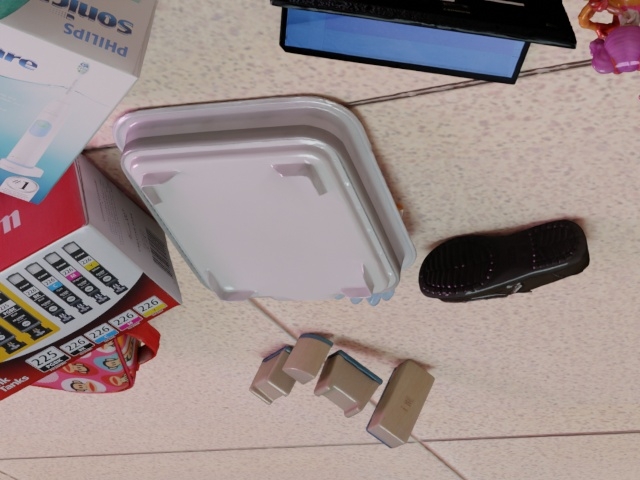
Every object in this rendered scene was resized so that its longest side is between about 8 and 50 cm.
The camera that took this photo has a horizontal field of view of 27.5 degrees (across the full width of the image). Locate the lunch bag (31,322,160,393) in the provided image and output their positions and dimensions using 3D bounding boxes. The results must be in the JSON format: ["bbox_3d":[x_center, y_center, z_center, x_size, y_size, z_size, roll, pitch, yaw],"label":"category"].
[{"bbox_3d":[-0.352,0.121,1.819,0.258,0.120,0.293,7,153,1],"label":"lunch bag"}]

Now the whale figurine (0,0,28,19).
[{"bbox_3d":[-0.224,-0.238,0.955,0.272,0.141,0.216,-4,148,19],"label":"whale figurine"}]

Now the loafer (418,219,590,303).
[{"bbox_3d":[0.219,0.038,1.546,0.220,0.080,0.078,-11,148,32],"label":"loafer"}]

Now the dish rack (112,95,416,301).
[{"bbox_3d":[-0.060,-0.025,1.469,0.286,0.072,0.333,-3,146,19],"label":"dish rack"}]

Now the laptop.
[{"bbox_3d":[0.076,-0.167,1.113,0.234,0.264,0.136,7,117,-1],"label":"laptop"}]

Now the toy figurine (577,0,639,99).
[{"bbox_3d":[0.256,-0.179,1.017,0.173,0.159,0.130,-1,152,18],"label":"toy figurine"}]

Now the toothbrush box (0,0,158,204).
[{"bbox_3d":[-0.305,-0.172,1.217,0.216,0.126,0.295,20,151,-21],"label":"toothbrush box"}]

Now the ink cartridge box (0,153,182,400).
[{"bbox_3d":[-0.369,0.038,1.521,0.309,0.130,0.272,-29,141,11],"label":"ink cartridge box"}]

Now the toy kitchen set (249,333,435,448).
[{"bbox_3d":[0.029,0.216,1.953,0.207,0.122,0.166,37,146,-11],"label":"toy kitchen set"}]

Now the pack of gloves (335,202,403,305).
[{"bbox_3d":[0.000,0.000,1.593,0.195,0.046,0.232,9,146,5],"label":"pack of gloves"}]
